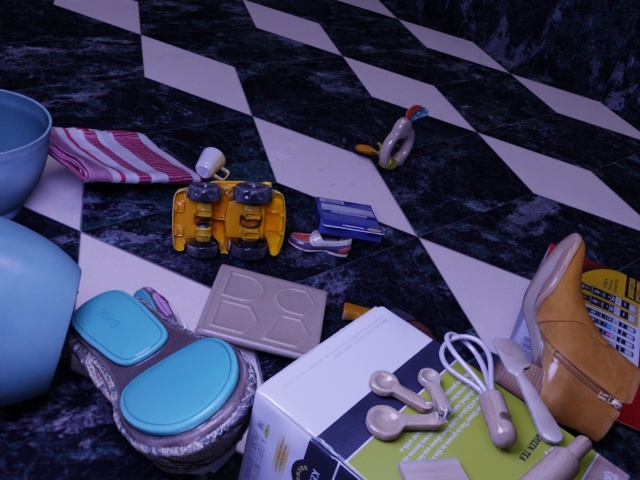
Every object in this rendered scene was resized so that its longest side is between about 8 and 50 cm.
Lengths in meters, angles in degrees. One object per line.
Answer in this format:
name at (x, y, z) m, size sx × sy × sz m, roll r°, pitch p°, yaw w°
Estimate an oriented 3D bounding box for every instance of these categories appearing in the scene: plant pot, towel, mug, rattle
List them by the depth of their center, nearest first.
plant pot at (-0.470, 0.098, 0.903) m, size 0.235 × 0.293 × 0.293 m, roll 16°, pitch 31°, yaw -20°
plant pot at (-0.669, -0.146, 1.254) m, size 0.293 × 0.196 × 0.293 m, roll 10°, pitch 34°, yaw -7°
towel at (-0.446, -0.190, 1.451) m, size 0.237 × 0.037 × 0.329 m, roll 34°, pitch 21°, yaw 26°
mug at (-0.261, -0.179, 1.567) m, size 0.078 × 0.062 × 0.064 m, roll 13°, pitch 41°, yaw 11°
rattle at (0.192, -0.303, 1.774) m, size 0.130 × 0.200 × 0.143 m, roll -9°, pitch 39°, yaw -29°

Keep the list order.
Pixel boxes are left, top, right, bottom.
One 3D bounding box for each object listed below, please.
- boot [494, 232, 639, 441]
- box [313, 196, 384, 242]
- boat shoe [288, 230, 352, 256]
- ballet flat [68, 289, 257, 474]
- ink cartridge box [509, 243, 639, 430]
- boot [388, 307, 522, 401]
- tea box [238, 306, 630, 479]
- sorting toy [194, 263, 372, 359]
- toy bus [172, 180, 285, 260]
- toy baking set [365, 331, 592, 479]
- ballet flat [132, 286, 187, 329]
boot at (0.433, 0.159, 1.075) m, size 0.211 × 0.295 × 0.104 m, roll 27°, pitch -4°, yaw 1°
box at (0.059, -0.044, 1.449) m, size 0.136 × 0.037 × 0.225 m, roll 9°, pitch 17°, yaw -6°
boat shoe at (0.000, 0.000, 1.407) m, size 0.137 × 0.043 × 0.049 m, roll 12°, pitch 36°, yaw -2°
ballet flat at (-0.192, 0.195, 0.843) m, size 0.164 × 0.182 × 0.482 m, roll -33°, pitch 25°, yaw -25°
ink cartridge box at (0.523, 0.173, 1.257) m, size 0.271 × 0.130 × 0.309 m, roll 24°, pitch 35°, yaw 14°
boot at (0.182, 0.236, 1.076) m, size 0.280 × 0.096 × 0.264 m, roll 34°, pitch 16°, yaw 22°
tea box at (0.089, 0.315, 0.722) m, size 0.323 × 0.329 × 0.220 m, roll 35°, pitch 40°, yaw 27°
sorting toy at (-0.054, 0.145, 1.184) m, size 0.307 × 0.041 × 0.229 m, roll 15°, pitch 28°, yaw -3°
toy bus at (-0.196, -0.066, 1.364) m, size 0.220 × 0.150 × 0.211 m, roll 1°, pitch 22°, yaw -13°
toy baking set at (0.159, 0.167, 0.636) m, size 0.256 × 0.030 × 0.197 m, roll -16°, pitch 44°, yaw -36°
ballet flat at (-0.246, 0.158, 1.078) m, size 0.079 × 0.077 × 0.221 m, roll 19°, pitch 23°, yaw -43°
